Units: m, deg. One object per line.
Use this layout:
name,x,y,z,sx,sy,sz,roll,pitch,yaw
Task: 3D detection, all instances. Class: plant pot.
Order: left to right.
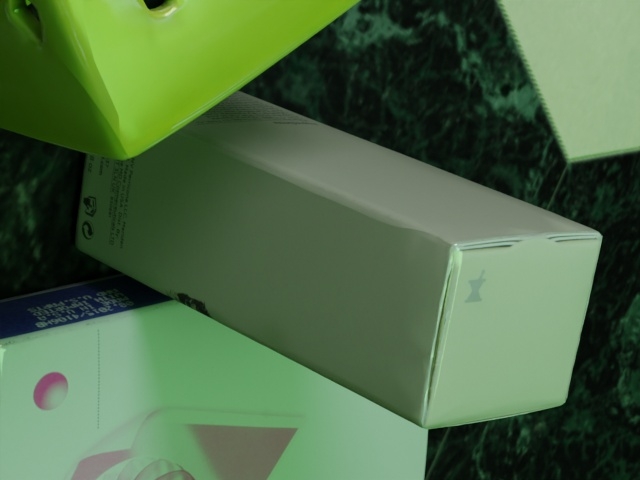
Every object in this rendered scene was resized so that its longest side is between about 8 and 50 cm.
plant pot,-0.102,-0.194,0.883,0.227,0.228,0.207,-39,122,-25

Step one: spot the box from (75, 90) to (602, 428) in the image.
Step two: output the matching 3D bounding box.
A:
box,0.000,0.000,1.013,0.113,0.275,0.094,-4,111,-42

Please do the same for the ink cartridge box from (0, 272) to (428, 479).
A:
ink cartridge box,-0.071,0.171,1.167,0.324,0.071,0.330,-14,114,-40
